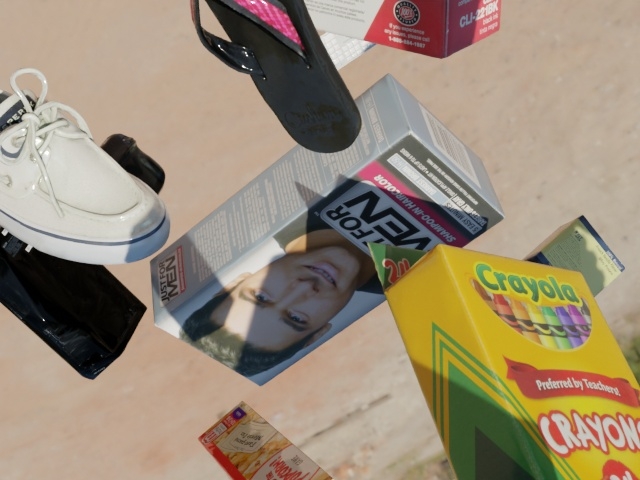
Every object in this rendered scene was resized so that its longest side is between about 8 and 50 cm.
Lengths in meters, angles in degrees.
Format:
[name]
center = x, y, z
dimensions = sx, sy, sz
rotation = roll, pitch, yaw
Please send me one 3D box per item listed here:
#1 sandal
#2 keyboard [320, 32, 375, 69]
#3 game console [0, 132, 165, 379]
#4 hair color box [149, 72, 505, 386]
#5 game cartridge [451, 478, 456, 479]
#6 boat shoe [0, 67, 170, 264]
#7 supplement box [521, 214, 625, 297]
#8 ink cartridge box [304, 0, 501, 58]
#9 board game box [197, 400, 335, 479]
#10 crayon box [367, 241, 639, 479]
[sandal]
center = -0.037, -0.115, 0.572
dimensions = 0.067, 0.179, 0.040
rotation = -9, -147, 44
[keyboard]
center = 0.097, -0.387, 1.891
dimensions = 0.256, 0.014, 0.072
rotation = -35, 128, -13
[game console]
center = -0.288, -0.007, 1.375
dimensions = 0.044, 0.213, 0.361
rotation = -29, -157, 34
[hair color box]
center = 0.000, 0.000, 1.224
dimensions = 0.374, 0.114, 0.185
rotation = -36, 131, 22
[game cartridge]
center = 0.121, 0.325, 1.091
dimensions = 0.198, 0.062, 0.297
rotation = -32, -177, 38
[boat shoe]
center = -0.323, -0.111, 1.165
dimensions = 0.136, 0.367, 0.157
rotation = -46, 156, -38
[supplement box]
center = 0.294, 0.031, 1.253
dimensions = 0.083, 0.083, 0.056
rotation = -38, 179, -21
[ink cartridge box]
center = 0.077, -0.344, 1.067
dimensions = 0.114, 0.197, 0.273
rotation = -32, 131, -41
[board game box]
center = 0.002, 0.189, 0.677
dimensions = 0.045, 0.147, 0.193
rotation = -39, -165, -12
[crayon box]
center = 0.177, 0.122, 0.893
dimensions = 0.202, 0.319, 0.081
rotation = 9, 138, -40
